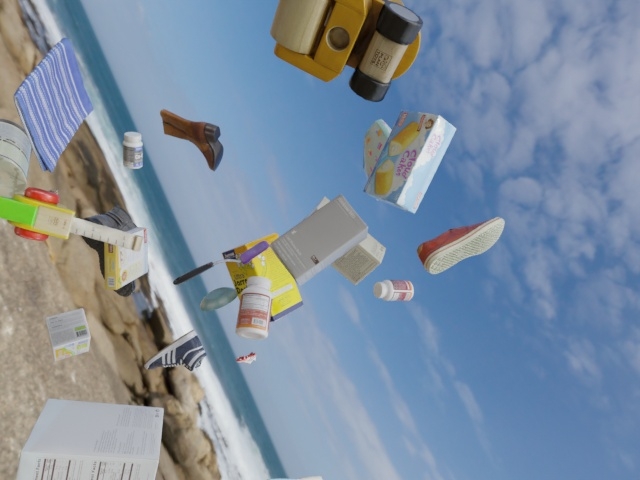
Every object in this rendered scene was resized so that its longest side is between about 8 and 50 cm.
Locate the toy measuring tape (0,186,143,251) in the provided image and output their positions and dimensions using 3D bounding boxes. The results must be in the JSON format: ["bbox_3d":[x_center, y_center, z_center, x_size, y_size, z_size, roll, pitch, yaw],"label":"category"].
[{"bbox_3d":[-0.570,-0.042,1.115,0.121,0.330,0.121,-164,-90,-71],"label":"toy measuring tape"}]

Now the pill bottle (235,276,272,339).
[{"bbox_3d":[-0.242,0.249,1.836,0.121,0.121,0.216,96,0,-64],"label":"pill bottle"}]

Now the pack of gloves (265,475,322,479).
[{"bbox_3d":[-0.053,0.584,0.991,0.232,0.046,0.195,30,53,-49],"label":"pack of gloves"}]

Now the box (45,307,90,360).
[{"bbox_3d":[-0.831,0.313,1.628,0.203,0.114,0.103,-45,-117,55],"label":"box"}]

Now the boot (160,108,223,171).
[{"bbox_3d":[-0.595,-0.452,2.265,0.280,0.096,0.264,17,-32,8],"label":"boot"}]

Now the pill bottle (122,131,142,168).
[{"bbox_3d":[-0.775,-0.373,2.041,0.078,0.078,0.137,50,-43,49],"label":"pill bottle"}]

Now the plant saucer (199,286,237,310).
[{"bbox_3d":[-0.482,0.264,2.328,0.195,0.194,0.037,36,-32,64],"label":"plant saucer"}]

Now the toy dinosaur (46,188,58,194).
[{"bbox_3d":[-1.278,-0.125,2.270,0.118,0.064,0.268,54,31,-29],"label":"toy dinosaur"}]

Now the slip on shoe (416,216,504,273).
[{"bbox_3d":[0.453,-0.002,1.587,0.101,0.331,0.123,52,-22,41],"label":"slip on shoe"}]

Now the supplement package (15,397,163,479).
[{"bbox_3d":[-0.506,0.501,1.100,0.199,0.262,0.198,-136,-121,-70],"label":"supplement package"}]

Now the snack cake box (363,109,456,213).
[{"bbox_3d":[0.249,-0.226,1.402,0.089,0.264,0.152,24,2,-37],"label":"snack cake box"}]

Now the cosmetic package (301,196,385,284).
[{"bbox_3d":[0.073,0.004,1.839,0.309,0.113,0.160,41,-56,-7],"label":"cosmetic package"}]

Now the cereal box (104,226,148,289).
[{"bbox_3d":[-0.673,0.057,1.727,0.240,0.047,0.173,-64,159,-78],"label":"cereal box"}]

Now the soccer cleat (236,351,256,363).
[{"bbox_3d":[-0.254,0.411,1.701,0.029,0.083,0.036,7,-79,39],"label":"soccer cleat"}]

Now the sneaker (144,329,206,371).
[{"bbox_3d":[-0.626,0.525,2.153,0.153,0.282,0.099,56,9,3],"label":"sneaker"}]

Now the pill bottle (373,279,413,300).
[{"bbox_3d":[0.296,0.203,2.015,0.086,0.152,0.086,-18,-110,61],"label":"pill bottle"}]

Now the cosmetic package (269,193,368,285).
[{"bbox_3d":[0.000,0.000,1.321,0.127,0.238,0.107,50,-6,15],"label":"cosmetic package"}]

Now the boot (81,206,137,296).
[{"bbox_3d":[-0.757,0.032,1.910,0.338,0.118,0.222,66,21,-7],"label":"boot"}]

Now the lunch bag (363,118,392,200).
[{"bbox_3d":[0.271,-0.336,2.030,0.262,0.160,0.223,91,-14,-48],"label":"lunch bag"}]

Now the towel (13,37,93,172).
[{"bbox_3d":[-0.731,-0.382,1.377,0.243,0.040,0.336,95,-3,-46],"label":"towel"}]

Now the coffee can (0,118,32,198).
[{"bbox_3d":[-1.151,-0.284,1.762,0.275,0.201,0.202,-119,-166,-46],"label":"coffee can"}]

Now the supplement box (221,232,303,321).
[{"bbox_3d":[-0.260,0.174,2.223,0.194,0.195,0.357,-18,-86,45],"label":"supplement box"}]

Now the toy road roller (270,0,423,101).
[{"bbox_3d":[0.071,-0.493,1.143,0.241,0.329,0.202,-72,-172,-49],"label":"toy road roller"}]

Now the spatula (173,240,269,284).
[{"bbox_3d":[-0.291,0.068,1.452,0.084,0.296,0.030,-135,-153,-65],"label":"spatula"}]
